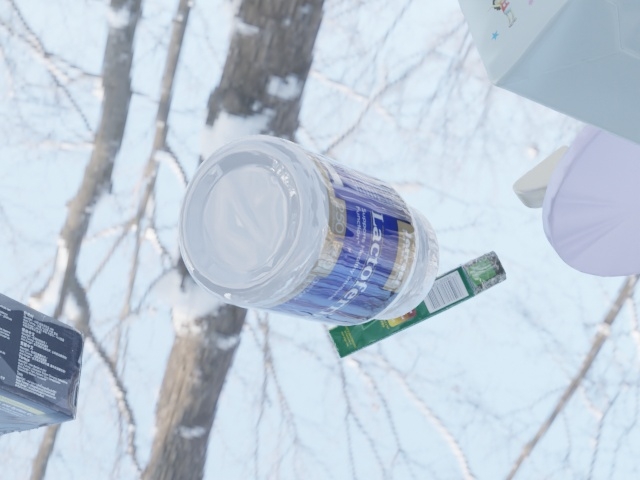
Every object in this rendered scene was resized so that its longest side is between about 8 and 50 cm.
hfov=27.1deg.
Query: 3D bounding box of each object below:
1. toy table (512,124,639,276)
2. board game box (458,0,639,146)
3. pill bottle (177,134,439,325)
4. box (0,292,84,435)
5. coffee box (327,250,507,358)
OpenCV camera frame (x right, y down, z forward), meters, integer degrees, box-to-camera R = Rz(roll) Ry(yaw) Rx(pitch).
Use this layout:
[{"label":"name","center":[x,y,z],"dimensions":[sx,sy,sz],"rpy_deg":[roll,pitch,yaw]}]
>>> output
[{"label":"toy table","center":[0.319,-0.096,1.280],"dimensions":[0.274,0.252,0.161],"rpy_deg":[-27,-154,1]},{"label":"board game box","center":[0.176,-0.177,0.783],"dimensions":[0.224,0.097,0.303],"rpy_deg":[19,-143,-28]},{"label":"pill bottle","center":[0.000,0.000,1.248],"dimensions":[0.153,0.153,0.264],"rpy_deg":[48,-164,28]},{"label":"box","center":[-0.447,0.085,1.103],"dimensions":[0.395,0.318,0.097],"rpy_deg":[33,-129,-48]},{"label":"coffee box","center":[0.108,0.072,1.489],"dimensions":[0.113,0.184,0.040],"rpy_deg":[-18,-99,-62]}]
